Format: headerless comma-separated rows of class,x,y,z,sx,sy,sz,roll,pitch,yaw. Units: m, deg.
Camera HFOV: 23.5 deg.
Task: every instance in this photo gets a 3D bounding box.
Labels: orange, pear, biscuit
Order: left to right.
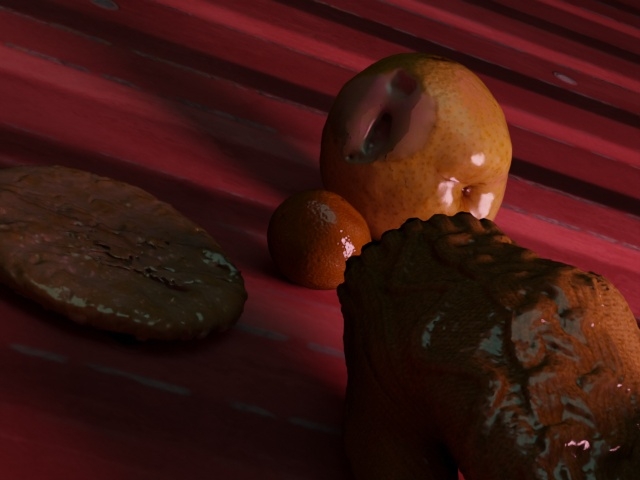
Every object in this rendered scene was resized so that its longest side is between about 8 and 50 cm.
biscuit,-0.153,0.005,1.087,0.219,0.033,0.220,20,23,-9
orange,0.000,0.000,1.192,0.085,0.085,0.085,20,23,-9
pear,0.085,-0.072,1.317,0.178,0.178,0.178,20,23,-9

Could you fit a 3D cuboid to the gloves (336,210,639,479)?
gloves,0.110,0.101,0.954,0.203,0.155,0.356,-12,38,-11
